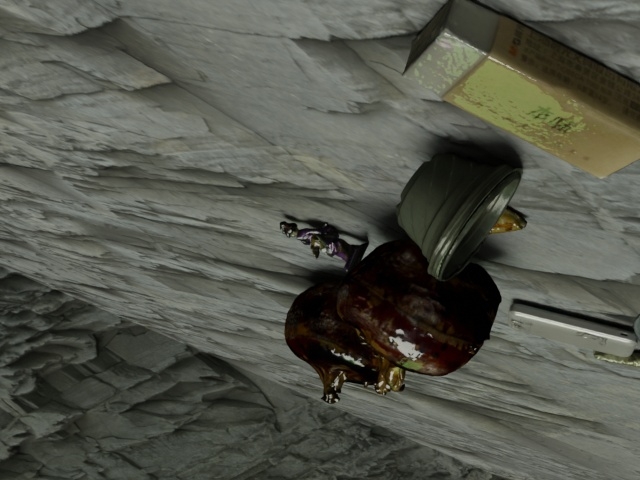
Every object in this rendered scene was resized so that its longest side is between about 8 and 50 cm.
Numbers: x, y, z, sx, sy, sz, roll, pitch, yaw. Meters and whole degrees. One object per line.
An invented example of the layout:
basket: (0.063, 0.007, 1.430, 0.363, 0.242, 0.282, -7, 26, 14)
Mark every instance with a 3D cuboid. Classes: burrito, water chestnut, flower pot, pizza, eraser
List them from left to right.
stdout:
water chestnut: (0.069, 0.266, 2.309, 0.351, 0.302, 0.350, 21, 161, 8)
water chestnut: (0.179, 0.162, 1.858, 0.335, 0.346, 0.335, 29, -165, -8)
flower pot: (0.219, -0.058, 1.531, 0.141, 0.235, 0.235, 39, 165, 19)
pizza: (0.284, -0.060, 1.669, 0.185, 0.036, 0.176, 11, 158, 19)
eraser: (0.293, -0.203, 1.239, 0.344, 0.078, 0.144, 24, 158, -11)
burrito: (0.728, 0.275, 2.119, 0.186, 0.045, 0.041, 9, 114, 22)

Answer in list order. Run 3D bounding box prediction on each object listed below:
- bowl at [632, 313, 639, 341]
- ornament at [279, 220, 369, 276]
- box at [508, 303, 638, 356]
bowl: (0.720, 0.114, 1.545, 0.346, 0.157, 0.345, 18, 160, 7)
ornament: (0.005, 0.001, 2.040, 0.203, 0.088, 0.081, 26, -173, 19)
box: (0.570, 0.206, 2.080, 0.285, 0.044, 0.142, 13, 161, 15)
